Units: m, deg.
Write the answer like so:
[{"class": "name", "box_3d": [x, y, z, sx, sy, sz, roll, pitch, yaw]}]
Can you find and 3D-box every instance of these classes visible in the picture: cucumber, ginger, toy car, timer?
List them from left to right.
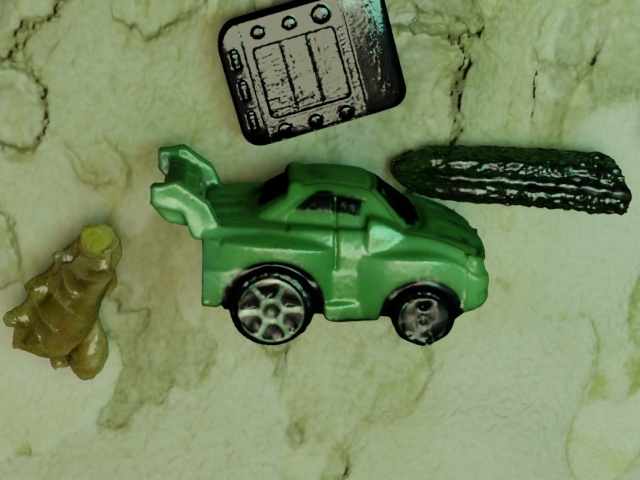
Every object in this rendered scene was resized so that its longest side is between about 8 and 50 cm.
[{"class": "ginger", "box_3d": [-0.288, 0.066, 1.766, 0.115, 0.081, 0.205, 16, 116, 4]}, {"class": "timer", "box_3d": [-0.011, -0.194, 1.705, 0.187, 0.055, 0.144, -16, 113, -3]}, {"class": "toy car", "box_3d": [0.000, 0.000, 1.686, 0.359, 0.213, 0.176, 1, 110, 0]}, {"class": "cucumber", "box_3d": [0.212, -0.071, 1.754, 0.265, 0.077, 0.077, 3, 110, -6]}]
